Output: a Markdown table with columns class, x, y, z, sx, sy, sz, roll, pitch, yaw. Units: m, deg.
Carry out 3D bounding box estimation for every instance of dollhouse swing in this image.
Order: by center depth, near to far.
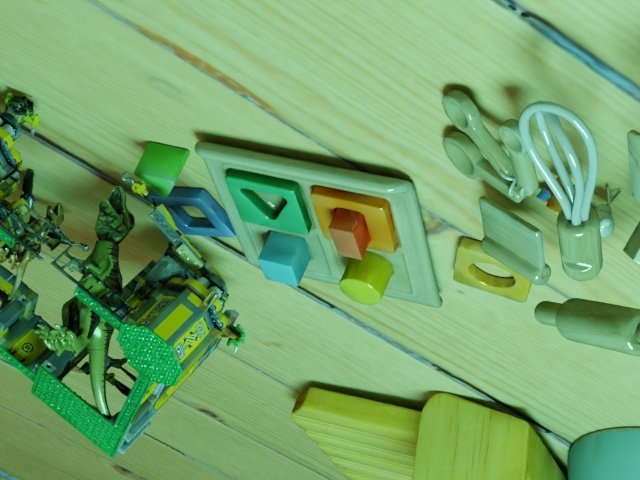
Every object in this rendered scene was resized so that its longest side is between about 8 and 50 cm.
| class | x | y | z | sx | sy | sz | roll | pitch | yaw |
| --- | --- | --- | --- | --- | --- | --- | --- | --- | --- |
| dollhouse swing | 0.123 | 0.349 | 1.375 | 0.305 | 0.315 | 0.347 | -5 | 145 | 25 |

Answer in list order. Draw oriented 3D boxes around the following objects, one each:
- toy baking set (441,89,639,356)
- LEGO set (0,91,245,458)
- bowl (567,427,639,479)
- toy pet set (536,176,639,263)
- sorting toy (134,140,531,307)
| class | x | y | z | sx | sy | sz | roll | pitch | yaw |
| --- | --- | --- | --- | --- | --- | --- | --- | --- | --- |
| toy baking set | 0.150 | -0.006 | 0.795 | 0.197 | 0.030 | 0.256 | 56 | 164 | -20 |
| LEGO set | -0.192 | 0.011 | 1.115 | 0.331 | 0.192 | 0.255 | 32 | 139 | 12 |
| bowl | 0.370 | 0.321 | 1.230 | 0.311 | 0.163 | 0.311 | 18 | 154 | 9 |
| toy pet set | 0.216 | -0.020 | 0.828 | 0.122 | 0.065 | 0.114 | 28 | -170 | -4 |
| sorting toy | 0.000 | 0.000 | 1.033 | 0.347 | 0.047 | 0.196 | 12 | 153 | 22 |
